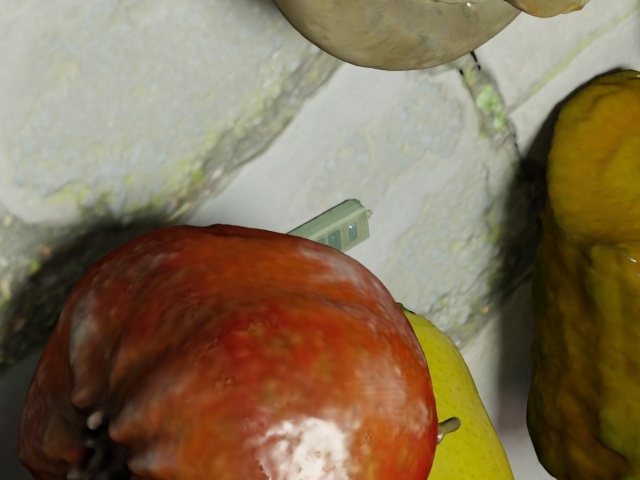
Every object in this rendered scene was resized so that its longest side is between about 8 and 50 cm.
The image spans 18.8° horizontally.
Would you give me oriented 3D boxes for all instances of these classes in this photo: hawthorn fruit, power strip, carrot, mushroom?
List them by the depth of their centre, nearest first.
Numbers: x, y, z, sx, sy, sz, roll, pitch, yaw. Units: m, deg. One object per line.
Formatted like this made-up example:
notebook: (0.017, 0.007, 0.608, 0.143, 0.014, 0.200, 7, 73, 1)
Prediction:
mushroom: (0.070, -0.176, 1.014, 0.204, 0.204, 0.204, -23, 128, -32)
hawthorn fruit: (-0.024, 0.109, 1.078, 0.271, 0.242, 0.242, -5, 118, -44)
power strip: (0.000, 0.000, 1.191, 0.083, 0.017, 0.027, -30, 133, -25)
carrot: (0.260, 0.074, 1.320, 0.241, 0.241, 0.341, -27, 128, -29)

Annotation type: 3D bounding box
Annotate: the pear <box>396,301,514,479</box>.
pear: (0.042, 0.192, 1.234, 0.267, 0.178, 0.267, -27, 135, -31)
